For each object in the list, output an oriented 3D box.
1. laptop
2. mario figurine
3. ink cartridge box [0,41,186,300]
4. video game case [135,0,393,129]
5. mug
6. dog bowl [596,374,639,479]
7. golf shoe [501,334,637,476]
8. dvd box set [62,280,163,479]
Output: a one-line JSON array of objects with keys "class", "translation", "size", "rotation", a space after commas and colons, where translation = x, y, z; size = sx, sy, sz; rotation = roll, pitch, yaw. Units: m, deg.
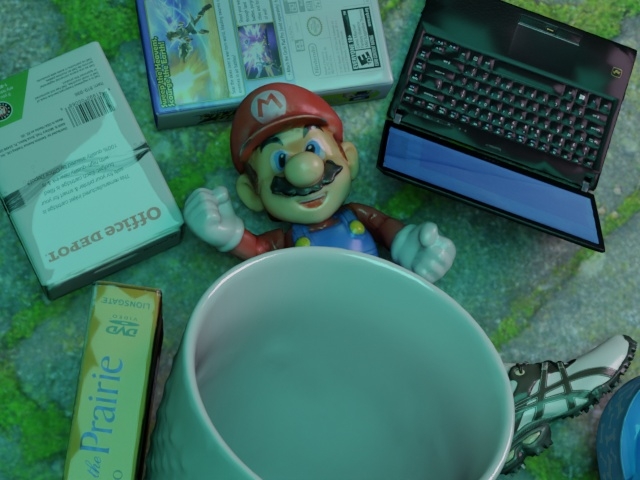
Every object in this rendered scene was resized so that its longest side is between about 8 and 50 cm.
[{"class": "laptop", "translation": [0.194, -0.133, 1.484], "size": [0.234, 0.136, 0.264], "rotation": [20, 76, -3]}, {"class": "mario figurine", "translation": [0.000, 0.000, 1.414], "size": [0.198, 0.170, 0.320], "rotation": [-19, 87, -44]}, {"class": "ink cartridge box", "translation": [-0.242, -0.065, 1.449], "size": [0.153, 0.087, 0.208], "rotation": [-24, 80, -11]}, {"class": "video game case", "translation": [-0.071, -0.263, 1.524], "size": [0.244, 0.061, 0.269], "rotation": [-8, 79, -9]}, {"class": "mug", "translation": [-0.043, 0.238, 1.238], "size": [0.276, 0.328, 0.374], "rotation": [34, 45, 12]}, {"class": "dog bowl", "translation": [0.350, 0.261, 1.415], "size": [0.166, 0.074, 0.297], "rotation": [-10, 91, -21]}, {"class": "golf shoe", "translation": [0.224, 0.142, 1.459], "size": [0.198, 0.077, 0.094], "rotation": [-38, 84, -13]}, {"class": "dvd box set", "translation": [-0.193, 0.267, 1.269], "size": [0.062, 0.307, 0.420], "rotation": [8, 76, -4]}]
